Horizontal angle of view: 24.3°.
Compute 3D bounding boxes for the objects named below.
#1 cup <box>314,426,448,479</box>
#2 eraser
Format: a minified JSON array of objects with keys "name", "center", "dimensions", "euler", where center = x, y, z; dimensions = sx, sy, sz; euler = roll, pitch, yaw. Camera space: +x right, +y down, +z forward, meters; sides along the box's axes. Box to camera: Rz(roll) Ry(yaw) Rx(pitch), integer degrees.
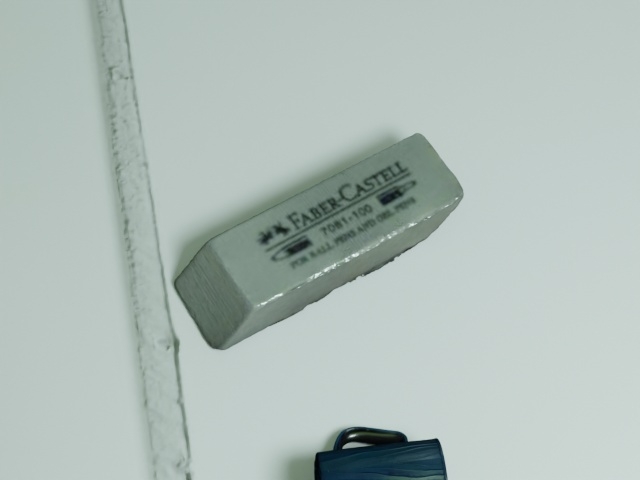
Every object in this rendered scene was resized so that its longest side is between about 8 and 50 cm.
[{"name":"cup","center":[0.064,0.277,1.645],"dimensions":[0.138,0.150,0.113],"euler":[-4,98,-4]},{"name":"eraser","center":[0.000,0.000,1.780],"dimensions":[0.352,0.077,0.111],"euler":[-28,69,-16]}]
